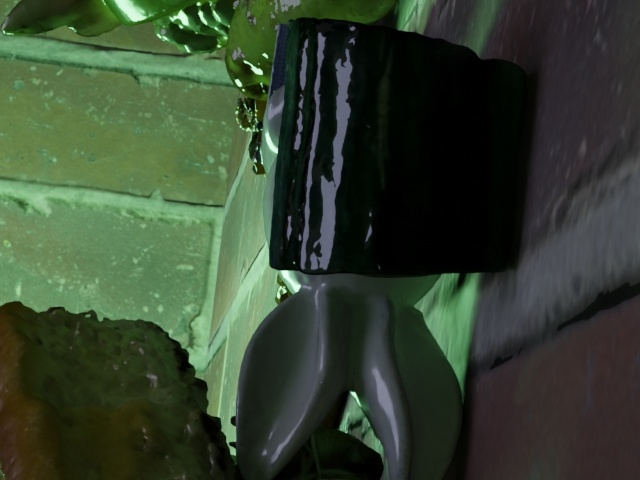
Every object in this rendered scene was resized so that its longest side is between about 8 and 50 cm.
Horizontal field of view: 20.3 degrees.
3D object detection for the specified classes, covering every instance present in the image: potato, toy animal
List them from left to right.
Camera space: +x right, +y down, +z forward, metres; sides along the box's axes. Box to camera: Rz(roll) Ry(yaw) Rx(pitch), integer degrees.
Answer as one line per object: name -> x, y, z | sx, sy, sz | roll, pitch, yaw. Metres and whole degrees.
potato -> -0.002, -0.164, 1.208 | 0.188, 0.085, 0.105 | -45, 37, 42
toy animal -> 0.018, 0.009, 0.848 | 0.221, 0.103, 0.131 | -90, 11, -49

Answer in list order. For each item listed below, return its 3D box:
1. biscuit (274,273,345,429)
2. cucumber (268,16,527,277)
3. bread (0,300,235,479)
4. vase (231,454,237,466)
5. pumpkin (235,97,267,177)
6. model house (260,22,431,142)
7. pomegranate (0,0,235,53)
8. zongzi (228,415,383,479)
biscuit -> 0.000, 0.000, 1.322 | 0.318, 0.040, 0.318 | -173, 90, -85
cucumber -> 0.024, -0.040, 0.772 | 0.062, 0.116, 0.115 | 10, -96, -53
bread -> -0.106, 0.145, 0.853 | 0.245, 0.121, 0.174 | -116, 29, -47
vase -> -0.091, 0.289, 1.341 | 0.360, 0.165, 0.165 | 98, 176, -58
pumpkin -> -0.040, -0.098, 1.388 | 0.083, 0.054, 0.074 | -95, 9, -57
model house -> 0.012, -0.072, 1.063 | 0.167, 0.088, 0.117 | -115, 34, -78
pomegranate -> -0.101, -0.251, 1.357 | 0.260, 0.340, 0.260 | 57, -161, -31
zongzi -> -0.006, 0.225, 0.942 | 0.248, 0.111, 0.241 | 131, 128, -67
